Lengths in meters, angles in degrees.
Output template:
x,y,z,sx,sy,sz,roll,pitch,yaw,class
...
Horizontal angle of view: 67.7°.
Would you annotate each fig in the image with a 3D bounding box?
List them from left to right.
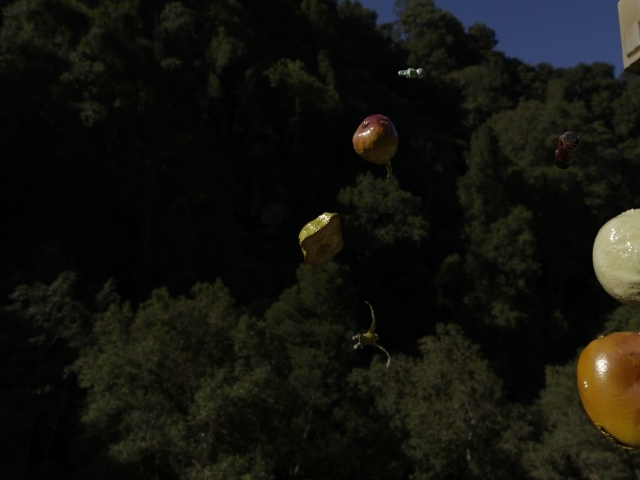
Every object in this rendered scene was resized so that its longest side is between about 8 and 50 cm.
x,y,z,sx,sy,sz,roll,pitch,yaw,class
0.214,-0.322,1.715,0.159,0.159,0.257,2,-38,29,fig

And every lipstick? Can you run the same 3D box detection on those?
x,y,z,sx,sy,sz,roll,pitch,yaw,class
0.943,-0.340,1.829,0.077,0.077,0.418,3,-2,24,lipstick

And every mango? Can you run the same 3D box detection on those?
x,y,z,sx,sy,sz,roll,pitch,yaw,class
0.635,0.312,1.003,0.166,0.236,0.136,-12,-33,22,mango

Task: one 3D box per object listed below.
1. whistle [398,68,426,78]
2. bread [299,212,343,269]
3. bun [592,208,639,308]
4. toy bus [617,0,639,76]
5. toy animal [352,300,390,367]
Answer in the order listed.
x,y,z,sx,sy,sz,roll,pitch,yaw,class
0.325,-0.587,1.678,0.100,0.035,0.035,-2,-5,-8,whistle
0.000,0.000,1.613,0.160,0.088,0.233,-30,-34,-10,bread
1.140,0.061,1.617,0.364,0.365,0.202,6,-5,-4,bun
0.661,-0.419,0.949,0.103,0.182,0.091,9,-17,-9,toy bus
0.152,0.318,1.571,0.095,0.219,0.155,-12,-14,-12,toy animal
